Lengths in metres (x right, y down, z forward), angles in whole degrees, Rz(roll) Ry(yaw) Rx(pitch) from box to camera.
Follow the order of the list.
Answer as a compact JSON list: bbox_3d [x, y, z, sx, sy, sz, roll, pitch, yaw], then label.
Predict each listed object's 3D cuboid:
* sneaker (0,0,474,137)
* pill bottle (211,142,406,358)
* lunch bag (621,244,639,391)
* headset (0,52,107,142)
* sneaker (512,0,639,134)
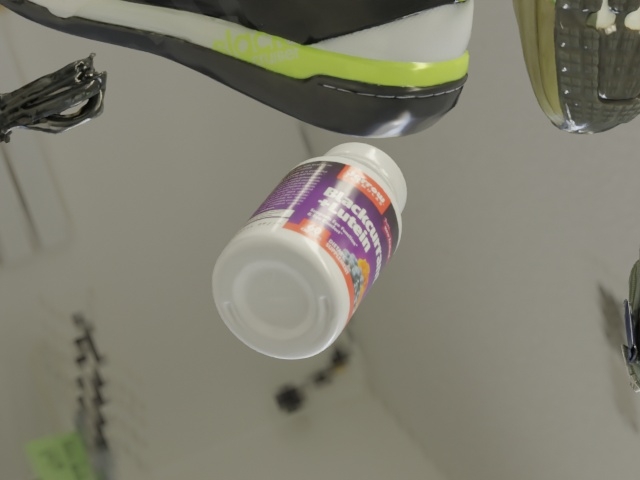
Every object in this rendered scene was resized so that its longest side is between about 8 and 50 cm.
[{"bbox_3d":[-0.037,-0.118,0.733,0.235,0.084,0.097,22,-64,21],"label":"sneaker"},{"bbox_3d":[0.000,0.000,1.525,0.193,0.108,0.108,-54,134,-55],"label":"pill bottle"},{"bbox_3d":[0.383,0.071,1.569,0.212,0.256,0.305,4,-26,43],"label":"lunch bag"},{"bbox_3d":[-0.253,-0.226,1.056,0.243,0.185,0.394,-72,148,-65],"label":"headset"},{"bbox_3d":[0.114,-0.257,1.109,0.182,0.158,0.410,-11,-99,48],"label":"sneaker"}]
